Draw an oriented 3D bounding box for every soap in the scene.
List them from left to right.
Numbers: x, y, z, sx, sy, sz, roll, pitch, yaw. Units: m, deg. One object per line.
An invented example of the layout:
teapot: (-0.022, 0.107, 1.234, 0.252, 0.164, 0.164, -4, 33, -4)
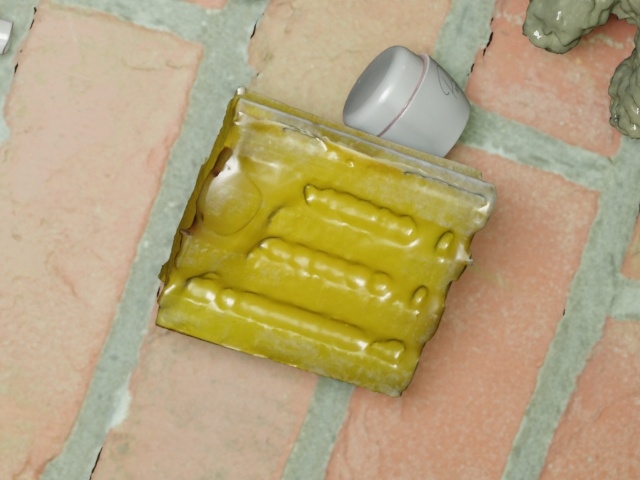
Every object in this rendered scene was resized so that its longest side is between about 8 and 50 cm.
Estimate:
soap: (0.000, 0.000, 1.410, 0.281, 0.143, 0.259, 20, 115, -10)

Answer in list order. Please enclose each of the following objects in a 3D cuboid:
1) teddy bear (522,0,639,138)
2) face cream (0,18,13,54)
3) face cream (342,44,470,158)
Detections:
teddy bear: (0.325, -0.335, 1.456, 0.367, 0.224, 0.357, 37, 90, 5)
face cream: (-0.424, -0.227, 1.388, 0.229, 0.075, 0.075, 13, 92, -10)
face cream: (0.090, -0.137, 1.453, 0.104, 0.117, 0.117, 33, 89, -17)
